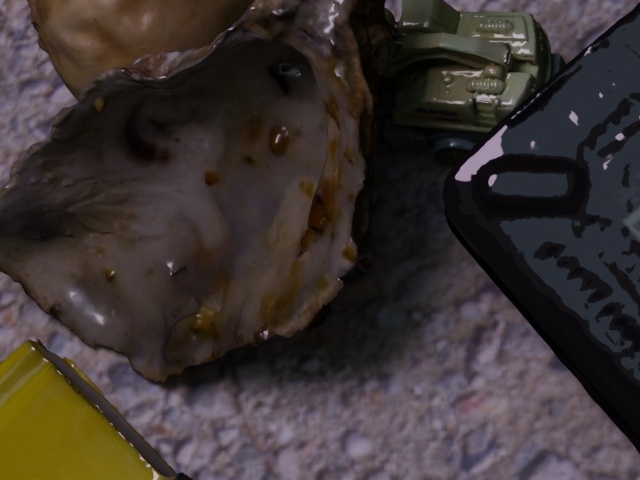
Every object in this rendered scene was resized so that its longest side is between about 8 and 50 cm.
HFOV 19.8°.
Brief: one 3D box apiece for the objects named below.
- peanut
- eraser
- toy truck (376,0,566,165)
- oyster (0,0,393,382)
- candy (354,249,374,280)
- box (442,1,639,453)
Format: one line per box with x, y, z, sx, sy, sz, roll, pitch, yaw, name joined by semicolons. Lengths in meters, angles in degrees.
-0.125;-0.258;1.277;0.192;0.169;0.387;-9;63;21;peanut
-0.205;0.189;1.179;0.158;0.069;0.226;41;86;25;eraser
0.056;-0.108;1.179;0.191;0.116;0.085;3;69;19;toy truck
-0.053;-0.036;1.143;0.396;0.111;0.204;-39;89;34;oyster
0.000;0.000;1.209;0.083;0.020;0.030;24;80;25;candy
0.256;-0.018;1.074;0.290;0.073;0.289;-40;78;1;box
